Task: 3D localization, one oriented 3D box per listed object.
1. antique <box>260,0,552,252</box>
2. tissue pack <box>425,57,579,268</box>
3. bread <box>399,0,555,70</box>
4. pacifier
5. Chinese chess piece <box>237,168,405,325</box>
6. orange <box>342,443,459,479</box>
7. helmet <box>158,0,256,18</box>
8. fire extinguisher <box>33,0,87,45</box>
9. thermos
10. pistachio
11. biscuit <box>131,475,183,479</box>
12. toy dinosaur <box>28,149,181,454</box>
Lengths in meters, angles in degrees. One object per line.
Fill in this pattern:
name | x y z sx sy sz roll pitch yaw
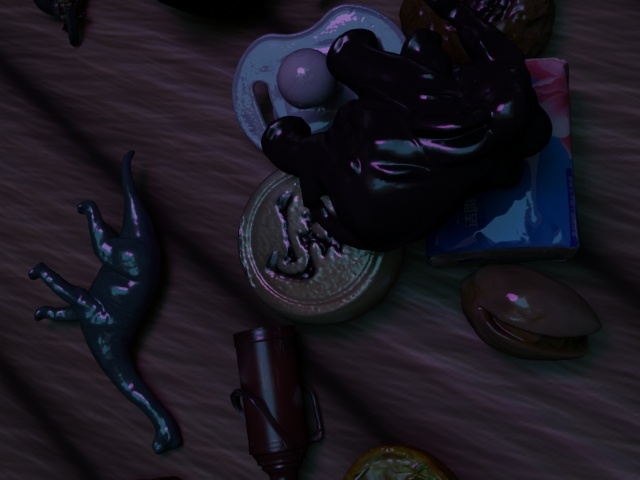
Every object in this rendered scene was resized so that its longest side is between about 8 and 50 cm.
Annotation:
antique | 0.111 -0.132 0.827 0.322 0.185 0.255 -47 51 14
tissue pack | 0.239 -0.102 0.927 0.209 0.137 0.269 -3 79 18
bread | 0.232 -0.346 0.991 0.230 0.123 0.229 -4 75 16
pacifier | -0.004 -0.217 0.980 0.287 0.226 0.238 -14 94 15
Chinese chess piece | 0.000 0.000 0.987 0.251 0.101 0.250 -2 83 17
orange | 0.089 0.379 0.856 0.179 0.158 0.237 29 84 13
helmet | -0.192 -0.496 1.110 0.225 0.177 0.305 -42 60 25
fire extinguisher | -0.519 -0.509 1.256 0.311 0.095 0.114 56 141 20
thermos | -0.061 0.243 0.966 0.124 0.099 0.231 -4 75 -24
pistachio | 0.275 0.096 0.893 0.185 0.124 0.124 22 85 5
biscuit | -0.259 0.526 0.984 0.359 0.046 0.358 -3 78 16
toy dinosaur | -0.272 0.094 1.066 0.331 0.129 0.383 31 87 9
